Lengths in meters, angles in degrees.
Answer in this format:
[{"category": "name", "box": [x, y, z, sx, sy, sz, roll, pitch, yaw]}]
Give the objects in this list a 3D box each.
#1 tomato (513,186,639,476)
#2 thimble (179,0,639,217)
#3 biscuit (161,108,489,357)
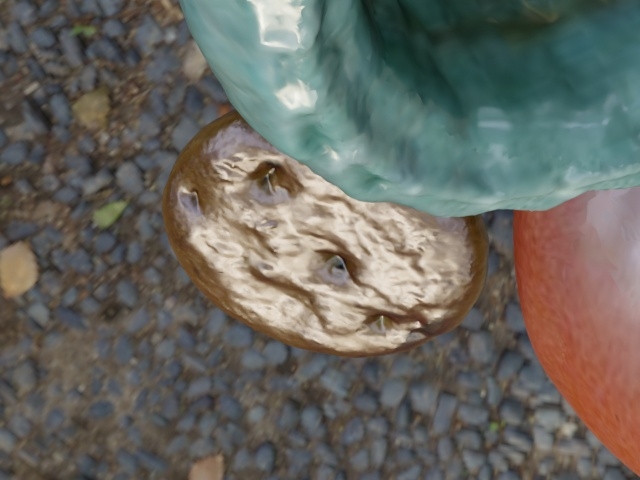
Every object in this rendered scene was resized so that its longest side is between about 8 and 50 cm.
[{"category": "tomato", "box": [0.237, -0.028, 0.621, 0.341, 0.273, 0.341, 7, 101, 41]}, {"category": "thimble", "box": [0.043, -0.111, 0.364, 0.198, 0.235, 0.143, -40, 54, 26]}, {"category": "biscuit", "box": [0.000, 0.000, 0.937, 0.212, 0.036, 0.212, 10, 137, 10]}]
